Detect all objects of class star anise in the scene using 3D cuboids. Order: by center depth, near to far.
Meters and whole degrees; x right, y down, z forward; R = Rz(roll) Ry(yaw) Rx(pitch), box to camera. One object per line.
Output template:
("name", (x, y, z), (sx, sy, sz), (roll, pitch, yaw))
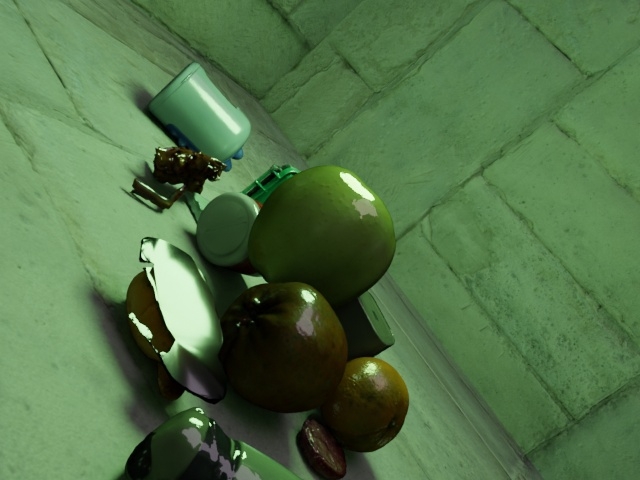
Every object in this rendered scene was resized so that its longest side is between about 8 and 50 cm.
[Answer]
("star anise", (-0.391, -0.180, 1.643), (0.238, 0.148, 0.346), (12, 20, 15))

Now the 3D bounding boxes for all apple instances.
("apple", (0.000, 0.000, 1.481), (0.357, 0.357, 0.357), (47, 12, -13))

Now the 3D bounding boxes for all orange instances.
("orange", (0.112, 0.399, 1.469), (0.171, 0.240, 0.240), (26, -9, 47))

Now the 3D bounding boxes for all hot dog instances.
("hot dog", (-0.286, 0.158, 1.106), (0.194, 0.107, 0.326), (29, 31, -34))

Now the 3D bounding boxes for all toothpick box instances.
("toothpick box", (-0.406, -0.407, 2.121), (0.354, 0.263, 0.263), (46, 13, -21))

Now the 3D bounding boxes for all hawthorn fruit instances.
("hawthorn fruit", (-0.066, 0.239, 1.290), (0.301, 0.268, 0.267), (44, 13, -33))

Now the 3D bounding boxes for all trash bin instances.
("trash bin", (0.043, 0.257, 1.614), (0.219, 0.250, 0.220), (61, 14, 14))
("trash bin", (-0.085, -0.050, 2.091), (0.295, 0.259, 0.381), (30, 25, -58))

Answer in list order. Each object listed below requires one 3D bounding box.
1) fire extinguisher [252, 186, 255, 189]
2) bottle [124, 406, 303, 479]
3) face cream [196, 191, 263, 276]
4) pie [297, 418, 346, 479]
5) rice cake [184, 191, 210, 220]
("fire extinguisher", (-0.180, -0.140, 2.406), (0.095, 0.114, 0.311), (9, -19, 38))
("bottle", (-0.120, 0.381, 0.875), (0.347, 0.168, 0.168), (42, 13, -14))
("face cream", (-0.208, -0.013, 1.650), (0.201, 0.201, 0.187), (56, 14, 27))
("pie", (0.006, 0.465, 1.350), (0.154, 0.036, 0.154), (47, 12, -13))
("rice cake", (-0.310, -0.061, 1.820), (0.189, 0.037, 0.198), (56, 14, 28))
